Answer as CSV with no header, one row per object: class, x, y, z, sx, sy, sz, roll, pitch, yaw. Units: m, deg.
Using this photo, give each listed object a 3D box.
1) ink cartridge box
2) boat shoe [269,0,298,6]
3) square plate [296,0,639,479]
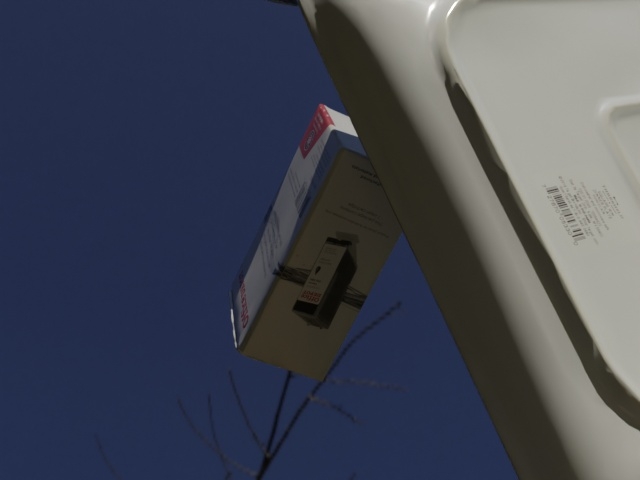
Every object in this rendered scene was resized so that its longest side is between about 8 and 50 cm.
ink cartridge box,0.000,0.000,0.658,0.056,0.099,0.135,22,-73,-16
boat shoe,-0.018,-0.202,0.759,0.066,0.183,0.066,-58,-26,-12
square plate,0.196,-0.023,0.619,0.344,0.347,0.049,-10,-24,-33
